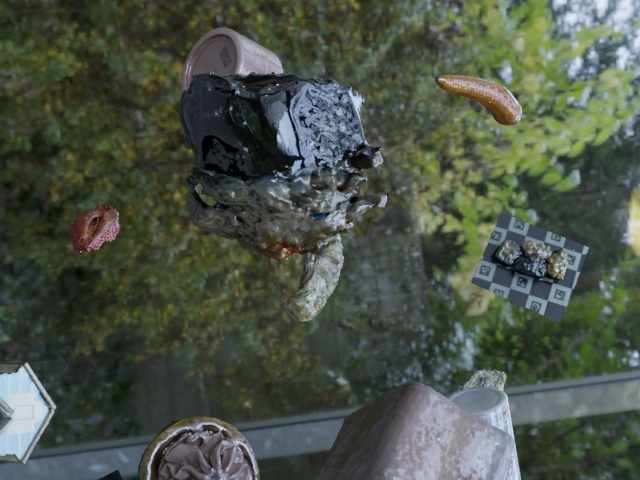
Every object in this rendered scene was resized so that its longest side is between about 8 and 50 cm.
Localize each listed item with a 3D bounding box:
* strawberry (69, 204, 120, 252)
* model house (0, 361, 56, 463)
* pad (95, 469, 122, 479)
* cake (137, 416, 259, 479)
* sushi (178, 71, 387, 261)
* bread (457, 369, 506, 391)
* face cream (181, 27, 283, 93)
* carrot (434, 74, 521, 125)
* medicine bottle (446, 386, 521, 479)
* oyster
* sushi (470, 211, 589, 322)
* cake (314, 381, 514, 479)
[{"bbox_3d":[-0.492,-0.030,1.974,0.152,0.104,0.048,-83,-178,-55],"label":"strawberry"},{"bbox_3d":[-0.468,0.230,1.203,0.206,0.178,0.270,9,75,-53],"label":"model house"},{"bbox_3d":[-0.440,0.521,1.685,0.004,0.193,0.116,77,-13,-76],"label":"pad"},{"bbox_3d":[-0.195,0.372,1.457,0.207,0.185,0.178,60,-23,13],"label":"cake"},{"bbox_3d":[-0.057,-0.083,1.083,0.238,0.225,0.218,6,-85,57],"label":"sushi"},{"bbox_3d":[0.361,0.355,2.067,0.125,0.082,0.106,-33,144,-43],"label":"bread"},{"bbox_3d":[-0.152,-0.277,1.554,0.104,0.149,0.149,19,57,-48],"label":"face cream"},{"bbox_3d":[0.324,-0.291,1.801,0.271,0.066,0.062,21,66,-46],"label":"carrot"},{"bbox_3d":[0.334,0.472,1.809,0.130,0.130,0.340,-99,177,-77],"label":"medicine bottle"},{"bbox_3d":[0.003,0.002,1.724,0.166,0.094,0.294,-58,160,-76],"label":"oyster"},{"bbox_3d":[0.468,0.050,2.004,0.050,0.215,0.192,85,29,-71],"label":"sushi"},{"bbox_3d":[0.143,0.414,1.555,0.309,0.237,0.230,-44,-167,50],"label":"cake"}]
